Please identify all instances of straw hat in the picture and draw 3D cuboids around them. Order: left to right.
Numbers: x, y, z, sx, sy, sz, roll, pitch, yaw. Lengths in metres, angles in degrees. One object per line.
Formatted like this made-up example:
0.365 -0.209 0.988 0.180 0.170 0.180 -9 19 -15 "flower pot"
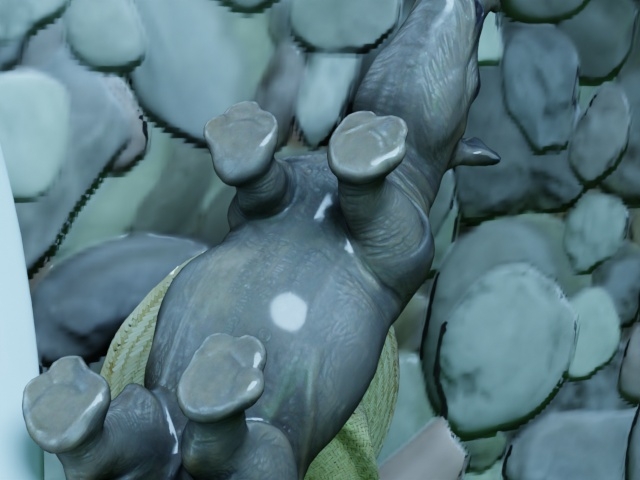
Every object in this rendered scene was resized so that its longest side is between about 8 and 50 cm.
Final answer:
-0.011 0.074 0.594 0.144 0.061 0.144 -13 114 -31 "straw hat"

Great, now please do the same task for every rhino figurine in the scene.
0.000 0.000 0.532 0.243 0.073 0.106 -56 155 -27 "rhino figurine"

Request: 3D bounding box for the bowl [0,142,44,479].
-0.172 0.005 0.354 0.134 0.298 0.298 -12 120 7 "bowl"
